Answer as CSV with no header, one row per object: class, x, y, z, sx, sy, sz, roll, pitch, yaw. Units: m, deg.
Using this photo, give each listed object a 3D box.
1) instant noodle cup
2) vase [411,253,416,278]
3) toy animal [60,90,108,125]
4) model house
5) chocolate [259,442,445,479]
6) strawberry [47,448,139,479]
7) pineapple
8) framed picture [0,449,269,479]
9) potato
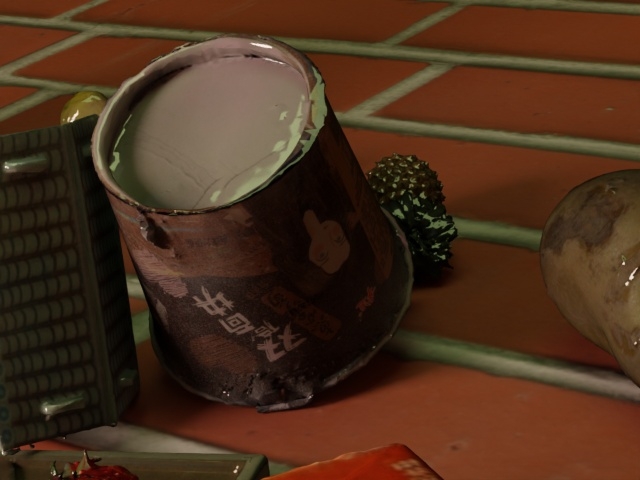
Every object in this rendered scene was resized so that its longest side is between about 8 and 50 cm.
instant noodle cup,-0.055,-0.020,1.340,0.217,0.207,0.217,-9,48,10
vase,0.000,0.000,1.514,0.120,0.120,0.183,-25,41,-35
toy animal,-0.177,-0.072,1.744,0.233,0.121,0.168,11,18,34
model house,-0.253,0.030,1.366,0.215,0.224,0.198,-2,10,35
chocolate,-0.001,0.218,0.947,0.234,0.108,0.237,-14,23,-24
strawberry,-0.128,0.181,1.074,0.106,0.106,0.106,-7,22,3
pineapple,0.080,-0.016,1.573,0.074,0.074,0.159,-10,28,-3
framed picture,-0.196,0.222,1.143,0.247,0.022,0.335,-1,23,17
potato,0.261,0.030,1.282,0.165,0.165,0.262,-16,27,-17
